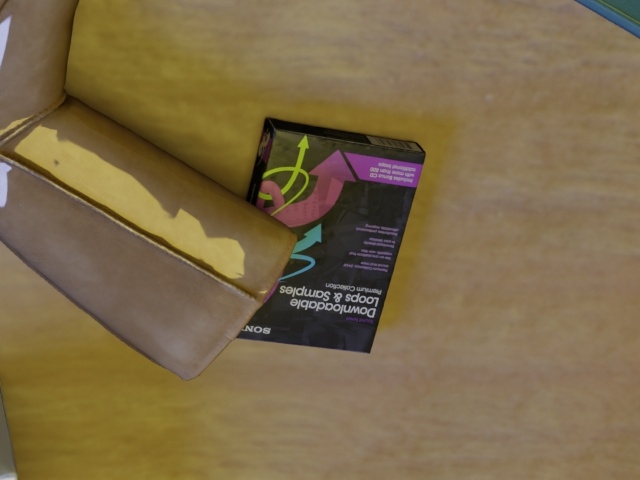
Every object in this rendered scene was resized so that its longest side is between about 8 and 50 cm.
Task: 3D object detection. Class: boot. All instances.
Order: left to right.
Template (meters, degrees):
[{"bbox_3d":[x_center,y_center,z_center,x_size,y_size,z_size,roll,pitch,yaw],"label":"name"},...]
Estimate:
[{"bbox_3d":[-0.127,-0.064,0.987,0.269,0.089,0.236,34,112,-19],"label":"boot"}]

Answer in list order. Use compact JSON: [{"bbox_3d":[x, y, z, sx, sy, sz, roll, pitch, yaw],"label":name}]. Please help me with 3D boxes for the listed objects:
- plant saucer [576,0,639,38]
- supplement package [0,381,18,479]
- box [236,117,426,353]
[{"bbox_3d":[0.179,-0.206,1.064,0.192,0.018,0.067,24,103,-24],"label":"plant saucer"},{"bbox_3d":[-0.298,0.221,1.028,0.203,0.149,0.194,-9,114,-12],"label":"supplement package"},{"bbox_3d":[0.000,0.000,1.091,0.116,0.029,0.162,7,111,-18],"label":"box"}]
